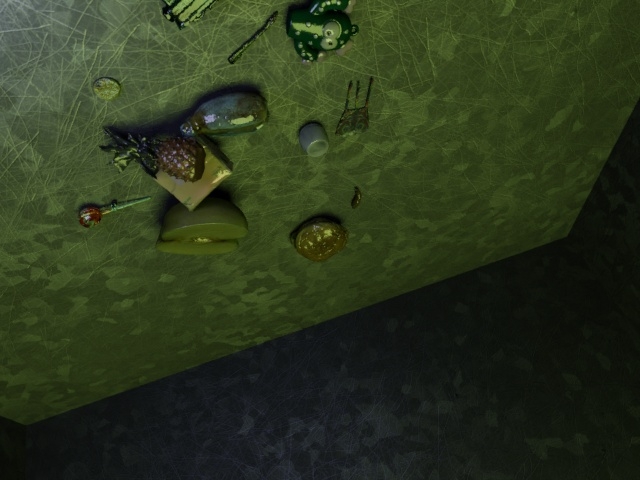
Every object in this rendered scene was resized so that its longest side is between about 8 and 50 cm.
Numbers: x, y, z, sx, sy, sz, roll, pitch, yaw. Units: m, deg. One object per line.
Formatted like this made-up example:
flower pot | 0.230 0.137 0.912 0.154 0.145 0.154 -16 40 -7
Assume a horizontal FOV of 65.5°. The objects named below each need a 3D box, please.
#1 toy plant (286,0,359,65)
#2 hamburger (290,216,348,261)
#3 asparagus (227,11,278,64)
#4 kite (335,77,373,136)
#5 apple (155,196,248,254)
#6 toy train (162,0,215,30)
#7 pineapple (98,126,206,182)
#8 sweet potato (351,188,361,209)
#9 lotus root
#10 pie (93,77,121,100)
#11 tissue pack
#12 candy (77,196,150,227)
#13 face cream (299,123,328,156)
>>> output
toy plant | 0.012 -0.690 1.624 0.243 0.113 0.232 -16 145 3
hamburger | 0.001 0.001 2.569 0.285 0.134 0.265 -40 144 22
asparagus | -0.219 -0.659 1.626 0.233 0.023 0.022 -36 -172 22
kite | 0.146 -0.533 2.009 0.152 0.015 0.285 -14 148 -16
apple | -0.503 -0.035 2.109 0.360 0.312 0.320 2 114 -24
toy train | -0.332 -0.740 1.351 0.330 0.139 0.178 -35 140 18
pineapple | -0.588 -0.297 1.745 0.364 0.166 0.165 9 144 5
sweet potato | 0.181 -0.206 2.464 0.041 0.038 0.153 -32 150 -26
lotus root | -0.339 -0.444 1.764 0.322 0.140 0.158 -10 170 -6
pie | -0.687 -0.489 1.609 0.085 0.017 0.085 -14 144 -10
tissue pack | -0.481 -0.269 1.896 0.256 0.123 0.215 -40 110 23
candy | -0.827 -0.125 2.006 0.287 0.084 0.078 -20 143 -15
face cream | -0.025 -0.405 2.010 0.117 0.104 0.117 -15 145 -11
